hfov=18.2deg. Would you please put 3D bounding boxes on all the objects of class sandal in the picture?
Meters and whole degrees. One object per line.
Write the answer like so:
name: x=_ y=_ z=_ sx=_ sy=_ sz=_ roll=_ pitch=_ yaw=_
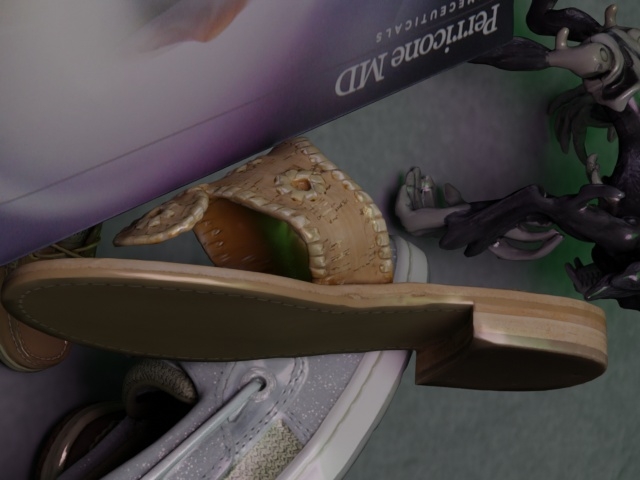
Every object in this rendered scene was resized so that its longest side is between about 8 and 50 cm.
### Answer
sandal: x=-0.003 y=0.002 z=0.745 sx=0.240 sy=0.088 sz=0.079 roll=9 pitch=68 yaw=-23

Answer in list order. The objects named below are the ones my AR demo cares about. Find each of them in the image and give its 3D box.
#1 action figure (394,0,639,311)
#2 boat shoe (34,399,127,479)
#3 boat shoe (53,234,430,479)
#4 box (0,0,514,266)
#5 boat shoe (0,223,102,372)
action figure: x=0.127 y=-0.057 z=1.003 sx=0.164 sy=0.141 sz=0.276 roll=-22 pitch=91 yaw=-40
boat shoe: x=-0.011 y=0.147 z=0.916 sx=0.257 sy=0.095 sz=0.095 roll=33 pitch=71 yaw=-36
boat shoe: x=-0.075 y=0.096 z=0.790 sx=0.103 sy=0.118 sz=0.320 roll=47 pitch=68 yaw=-10
box: x=-0.073 y=-0.186 z=0.737 sx=0.296 sy=0.182 sz=0.294 roll=-26 pitch=131 yaw=-37
boat shoe: x=-0.117 y=-0.010 z=0.852 sx=0.050 sy=0.045 sz=0.135 roll=-2 pitch=93 yaw=-41
